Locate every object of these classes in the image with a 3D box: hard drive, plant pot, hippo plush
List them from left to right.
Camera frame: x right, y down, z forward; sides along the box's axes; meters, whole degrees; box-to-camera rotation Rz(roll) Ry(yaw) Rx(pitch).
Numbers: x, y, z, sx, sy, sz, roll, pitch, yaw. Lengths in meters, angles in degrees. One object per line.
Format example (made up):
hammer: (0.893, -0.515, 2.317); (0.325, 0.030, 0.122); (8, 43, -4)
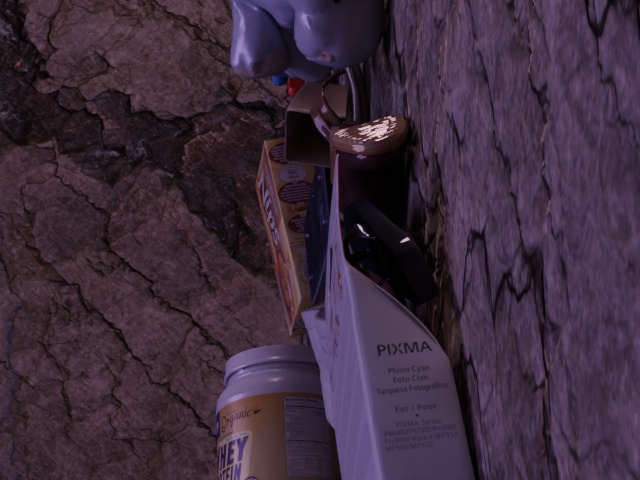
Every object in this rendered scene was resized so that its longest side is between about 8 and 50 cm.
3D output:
plant pot: (0.006, -0.186, 2.193); (0.109, 0.109, 0.096); (93, -174, -47)
hippo plush: (0.005, -0.338, 1.814); (0.237, 0.234, 0.294); (13, 123, 55)
hard drive: (0.014, -0.019, 2.324); (0.254, 0.054, 0.172); (104, 163, -59)

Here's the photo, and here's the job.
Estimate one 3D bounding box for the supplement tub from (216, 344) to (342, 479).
supplement tub: (-0.062, 0.355, 2.390); (0.228, 0.228, 0.316); (97, 170, -64)

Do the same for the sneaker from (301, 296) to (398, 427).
sneaker: (0.054, 0.156, 1.756); (0.292, 0.108, 0.169); (162, 93, -82)

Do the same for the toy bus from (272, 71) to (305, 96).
toy bus: (-0.050, -0.369, 2.473); (0.220, 0.150, 0.211); (-96, 10, -61)

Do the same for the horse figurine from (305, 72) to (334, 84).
horse figurine: (-0.006, -0.246, 2.576); (0.263, 0.066, 0.174); (101, 161, -82)

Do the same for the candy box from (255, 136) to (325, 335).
candy box: (-0.041, -0.008, 2.562); (0.183, 0.088, 0.316); (108, 151, -64)

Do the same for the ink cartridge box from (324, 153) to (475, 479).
ink cartridge box: (0.067, 0.152, 1.414); (0.308, 0.091, 0.385); (94, 171, -57)

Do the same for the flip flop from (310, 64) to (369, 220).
flip flop: (0.025, -0.160, 2.041); (0.112, 0.080, 0.277); (-107, 16, -75)

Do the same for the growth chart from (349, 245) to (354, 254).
growth chart: (0.052, 0.132, 2.177); (0.237, 0.021, 0.172); (-95, 6, -45)

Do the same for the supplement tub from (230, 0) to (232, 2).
supplement tub: (-0.065, -0.534, 2.305); (0.207, 0.207, 0.338); (94, 174, -53)

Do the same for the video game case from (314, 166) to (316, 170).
video game case: (0.000, 0.000, 2.770); (0.248, 0.035, 0.274); (-96, 7, -51)

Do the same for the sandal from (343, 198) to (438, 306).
sandal: (0.056, 0.014, 1.493); (0.097, 0.054, 0.254); (63, 174, -10)

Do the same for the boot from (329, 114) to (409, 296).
boot: (0.072, -0.036, 1.641); (0.248, 0.090, 0.206); (-151, 45, -80)
